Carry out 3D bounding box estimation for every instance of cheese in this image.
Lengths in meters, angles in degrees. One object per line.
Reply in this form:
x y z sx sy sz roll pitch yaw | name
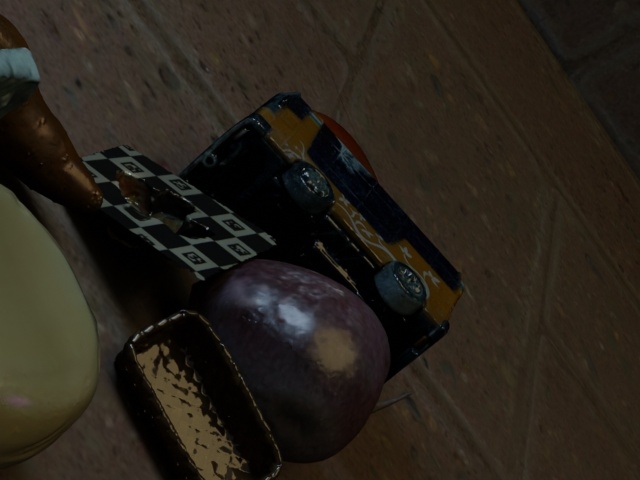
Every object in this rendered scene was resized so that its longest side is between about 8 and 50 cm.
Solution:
-0.298 0.061 1.656 0.233 0.127 0.266 12 51 -61 | cheese

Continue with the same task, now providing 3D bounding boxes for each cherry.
-0.027 0.127 2.077 0.266 0.183 0.213 36 14 -6 | cherry

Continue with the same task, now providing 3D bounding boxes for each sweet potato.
-0.329 -0.166 1.891 0.359 0.112 0.112 49 25 -30 | sweet potato

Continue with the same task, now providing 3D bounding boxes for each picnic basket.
-0.122 0.168 1.958 0.110 0.055 0.193 -25 87 -38 | picnic basket

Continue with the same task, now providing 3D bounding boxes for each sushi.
-0.170 -0.018 2.076 0.210 0.040 0.193 33 22 15 | sushi

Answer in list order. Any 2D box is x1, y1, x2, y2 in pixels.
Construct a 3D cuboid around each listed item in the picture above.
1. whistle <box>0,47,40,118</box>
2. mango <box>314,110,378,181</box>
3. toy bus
-0.389 -0.138 1.648 0.405 0.168 0.188 32 35 -48 | whistle
0.015 -0.025 2.431 0.146 0.129 0.289 -9 79 -67 | mango
0.000 0.000 2.249 0.323 0.162 0.194 48 24 -4 | toy bus
